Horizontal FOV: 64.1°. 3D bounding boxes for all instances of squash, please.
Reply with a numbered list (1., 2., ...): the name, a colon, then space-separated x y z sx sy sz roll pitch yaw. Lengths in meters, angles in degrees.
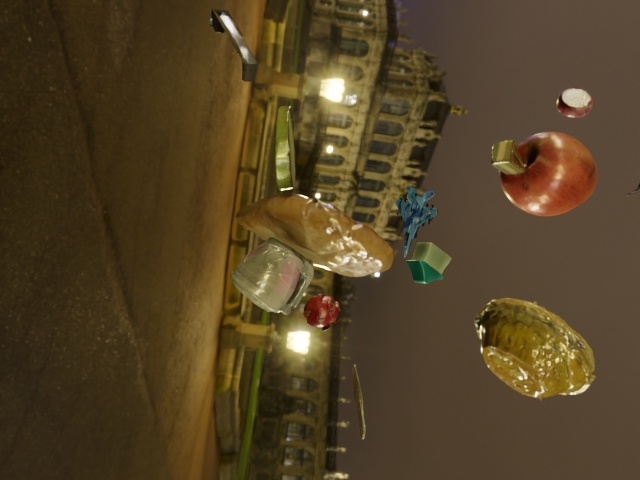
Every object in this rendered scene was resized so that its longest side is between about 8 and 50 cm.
1. squash: -0.092 -0.237 1.334 0.219 0.041 0.219 -2 90 -89

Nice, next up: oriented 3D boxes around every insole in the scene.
1. insole: 0.117 0.482 1.553 0.248 0.011 0.081 -96 -171 -50

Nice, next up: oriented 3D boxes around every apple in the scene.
1. apple: 0.979 -0.276 2.185 0.364 0.363 0.364 -172 -90 -87

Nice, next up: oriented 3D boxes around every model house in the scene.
1. model house: 0.409 0.098 1.974 0.149 0.127 0.100 -60 -160 -15

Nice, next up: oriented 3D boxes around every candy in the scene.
1. candy: 0.785 -0.425 1.577 0.043 0.103 0.103 74 18 -55

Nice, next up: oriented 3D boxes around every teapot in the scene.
1. teapot: -0.107 0.099 1.356 0.178 0.221 0.163 -52 -159 -3

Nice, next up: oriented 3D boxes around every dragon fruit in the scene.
1. dragon fruit: -0.005 0.266 1.900 0.165 0.133 0.136 -7 -80 49

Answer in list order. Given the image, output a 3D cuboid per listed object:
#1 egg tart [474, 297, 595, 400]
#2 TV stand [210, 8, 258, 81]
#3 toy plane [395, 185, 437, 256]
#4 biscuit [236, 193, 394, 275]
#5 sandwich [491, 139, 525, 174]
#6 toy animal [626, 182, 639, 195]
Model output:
1. egg tart: 0.626 0.346 1.548 0.169 0.388 0.388 -43 165 -24
2. TV stand: -0.209 -0.473 1.230 0.257 0.040 0.049 61 -33 33
3. toy plane: 0.332 -0.063 1.816 0.078 0.169 0.247 -13 114 -47
4. biscuit: -0.001 0.001 1.452 0.446 0.429 0.104 -11 -128 66
5. sandwich: 0.689 -0.270 1.878 0.163 0.079 0.113 53 49 -37
6. toy animal: 1.173 -0.297 1.675 0.367 0.205 0.081 93 -22 -48
